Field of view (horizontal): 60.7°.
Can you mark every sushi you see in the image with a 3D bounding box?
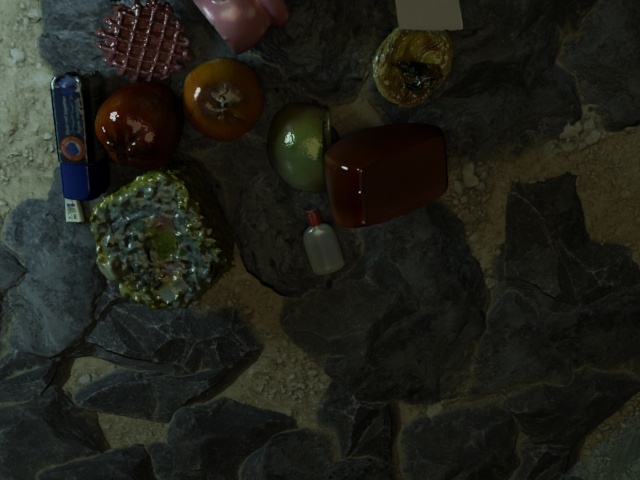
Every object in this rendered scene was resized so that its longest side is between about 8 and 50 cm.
[{"bbox_3d":[-0.446,-0.004,1.560,0.351,0.240,0.397,-23,110,4],"label":"sushi"}]

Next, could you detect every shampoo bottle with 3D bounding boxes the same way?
[{"bbox_3d":[-0.720,-0.121,1.588,0.049,0.034,0.141,3,112,0],"label":"shampoo bottle"},{"bbox_3d":[0.000,0.000,1.710,0.108,0.051,0.221,-16,114,3],"label":"shampoo bottle"}]

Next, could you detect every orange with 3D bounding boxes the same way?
[{"bbox_3d":[-0.260,-0.374,1.461,0.224,0.170,0.224,-2,112,-4],"label":"orange"}]

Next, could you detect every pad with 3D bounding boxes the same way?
[{"bbox_3d":[0.281,-0.628,1.430,0.232,0.004,0.157,-13,97,-30],"label":"pad"}]

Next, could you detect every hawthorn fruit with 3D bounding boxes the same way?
[{"bbox_3d":[-0.459,-0.320,1.444,0.224,0.261,0.224,17,152,10],"label":"hawthorn fruit"}]

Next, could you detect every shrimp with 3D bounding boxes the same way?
[{"bbox_3d":[0.259,-0.442,1.477,0.161,0.034,0.091,6,120,-25],"label":"shrimp"}]

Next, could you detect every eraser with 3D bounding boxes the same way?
[{"bbox_3d":[-0.638,-0.285,1.467,0.101,0.155,0.332,4,113,-4],"label":"eraser"}]

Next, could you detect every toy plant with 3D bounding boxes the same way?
[{"bbox_3d":[-0.119,-0.617,1.341,0.356,0.210,0.317,-37,71,-2],"label":"toy plant"}]

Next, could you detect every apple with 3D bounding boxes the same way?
[{"bbox_3d":[-0.062,-0.256,1.566,0.193,0.120,0.265,1,110,5],"label":"apple"}]

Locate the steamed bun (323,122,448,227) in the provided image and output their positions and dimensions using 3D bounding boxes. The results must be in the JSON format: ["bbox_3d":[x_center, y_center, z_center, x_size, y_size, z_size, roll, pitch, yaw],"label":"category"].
[{"bbox_3d":[0.170,-0.193,1.537,0.379,0.248,0.235,-25,121,-26],"label":"steamed bun"}]

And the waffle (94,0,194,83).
[{"bbox_3d":[-0.456,-0.509,1.415,0.234,0.055,0.221,-22,137,4],"label":"waffle"}]

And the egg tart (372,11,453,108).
[{"bbox_3d":[0.247,-0.498,1.511,0.231,0.098,0.252,5,116,-19],"label":"egg tart"}]
